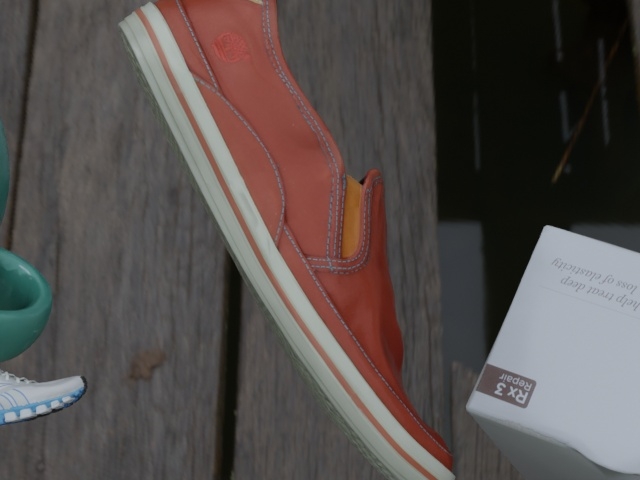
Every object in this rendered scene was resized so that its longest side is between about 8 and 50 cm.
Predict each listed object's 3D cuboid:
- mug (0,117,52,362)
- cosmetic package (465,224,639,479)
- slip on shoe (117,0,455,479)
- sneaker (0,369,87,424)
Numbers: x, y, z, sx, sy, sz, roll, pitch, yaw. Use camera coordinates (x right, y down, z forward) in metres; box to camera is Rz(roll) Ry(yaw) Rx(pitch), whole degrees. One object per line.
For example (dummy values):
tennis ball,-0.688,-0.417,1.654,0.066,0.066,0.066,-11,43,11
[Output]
mug,-0.180,-0.021,0.468,0.158,0.129,0.097,7,18,15
cosmetic package,0.270,0.149,1.024,0.217,0.385,0.156,20,75,23
slip on shoe,0.000,0.000,0.755,0.101,0.123,0.331,-28,91,-7
sneaker,-0.344,0.159,1.385,0.191,0.071,0.083,-14,81,-2
